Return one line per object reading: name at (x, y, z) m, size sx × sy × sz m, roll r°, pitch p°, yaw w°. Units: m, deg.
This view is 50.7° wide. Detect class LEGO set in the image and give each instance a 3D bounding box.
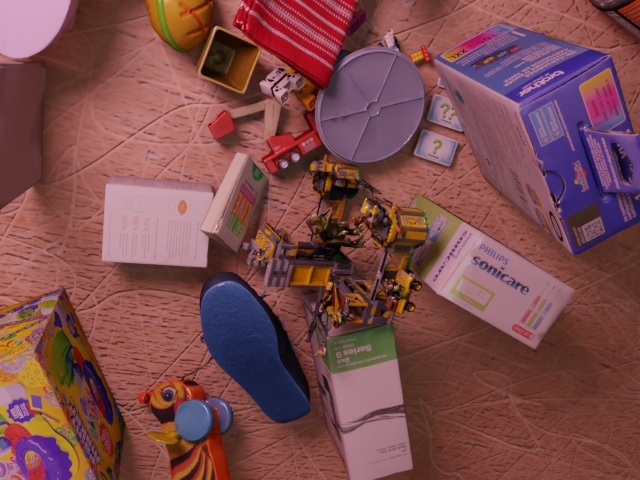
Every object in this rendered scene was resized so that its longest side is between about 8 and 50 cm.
LEGO set at (0.158, -0.250, 1.183) m, size 0.244 × 0.060 × 0.182 m, roll 16°, pitch 98°, yaw -17°
LEGO set at (0.000, 0.000, 1.084) m, size 0.192 × 0.331 × 0.254 m, roll 4°, pitch 119°, yaw -29°
LEGO set at (-0.022, -0.290, 1.116) m, size 0.227 × 0.093 × 0.087 m, roll -50°, pitch 148°, yaw -24°

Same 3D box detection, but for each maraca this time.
maraca at (-0.215, -0.384, 1.037) m, size 0.099 × 0.127 × 0.185 m, roll 3°, pitch 98°, yaw 15°

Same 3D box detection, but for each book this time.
book at (-0.140, -0.061, 1.129) m, size 0.035 × 0.096 × 0.144 m, roll 14°, pitch 74°, yaw 23°

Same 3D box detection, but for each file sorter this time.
file sorter at (-0.507, -0.162, 0.946) m, size 0.173 × 0.277 × 0.192 m, roll 5°, pitch 104°, yaw -12°

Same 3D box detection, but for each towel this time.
towel at (-0.009, -0.385, 0.998) m, size 0.199 × 0.031 × 0.274 m, roll 25°, pitch 84°, yaw -46°

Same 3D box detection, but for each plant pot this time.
plant pot at (-0.154, -0.292, 1.085) m, size 0.081 × 0.083 × 0.081 m, roll 18°, pitch 101°, yaw -27°

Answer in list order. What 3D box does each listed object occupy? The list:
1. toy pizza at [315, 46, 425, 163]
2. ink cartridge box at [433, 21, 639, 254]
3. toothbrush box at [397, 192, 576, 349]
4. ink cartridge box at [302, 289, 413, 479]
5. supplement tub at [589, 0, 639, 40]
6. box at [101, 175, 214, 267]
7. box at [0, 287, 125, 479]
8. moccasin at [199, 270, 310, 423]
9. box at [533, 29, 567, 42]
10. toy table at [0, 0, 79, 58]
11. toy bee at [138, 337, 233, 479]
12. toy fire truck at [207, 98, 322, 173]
toy pizza at (0.083, -0.226, 1.139) m, size 0.201 × 0.032 × 0.201 m, roll -10°, pitch 120°, yaw -18°
ink cartridge box at (0.350, -0.162, 1.048) m, size 0.151 × 0.395 × 0.270 m, roll -29°, pitch 118°, yaw 4°
toothbrush box at (0.260, 0.042, 1.164) m, size 0.206 × 0.283 × 0.122 m, roll 29°, pitch 97°, yaw -19°
ink cartridge box at (0.064, 0.250, 1.214) m, size 0.122 × 0.211 × 0.289 m, roll -13°, pitch 107°, yaw -9°
supplement tub at (0.603, -0.438, 1.149) m, size 0.338 × 0.207 × 0.207 m, roll 28°, pitch 97°, yaw -18°
box at (-0.270, -0.032, 1.129) m, size 0.171 × 0.091 × 0.130 m, roll 5°, pitch 103°, yaw -13°
box at (-0.454, 0.273, 1.073) m, size 0.177 × 0.279 × 0.289 m, roll -20°, pitch 109°, yaw -6°
moccasin at (-0.121, 0.182, 1.182) m, size 0.138 × 0.116 × 0.341 m, roll -17°, pitch 124°, yaw 4°
box at (0.401, -0.305, 1.235) m, size 0.081 × 0.028 × 0.136 m, roll 18°, pitch 99°, yaw -16°
toy table at (-0.384, -0.406, 0.936) m, size 0.252 × 0.161 × 0.274 m, roll 28°, pitch 119°, yaw -3°
toy bee at (-0.241, 0.313, 1.213) m, size 0.162 × 0.298 × 0.195 m, roll -9°, pitch 146°, yaw 18°
toy fire truck at (-0.079, -0.191, 1.151) m, size 0.192 × 0.047 × 0.135 m, roll -32°, pitch 108°, yaw -3°
